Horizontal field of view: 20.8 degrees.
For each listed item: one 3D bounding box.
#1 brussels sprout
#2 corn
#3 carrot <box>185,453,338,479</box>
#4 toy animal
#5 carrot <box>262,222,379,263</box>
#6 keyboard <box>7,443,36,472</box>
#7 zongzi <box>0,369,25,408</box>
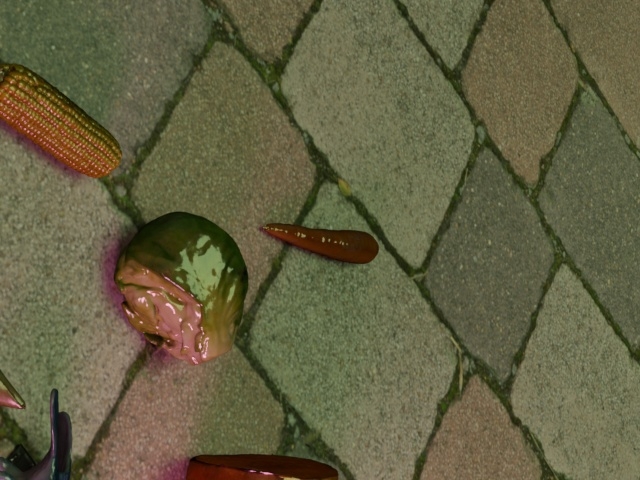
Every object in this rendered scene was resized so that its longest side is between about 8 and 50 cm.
[{"bbox_3d":[-0.156,0.051,2.089,0.183,0.131,0.145,55,49,-22],"label":"brussels sprout"},{"bbox_3d":[-0.308,-0.138,1.995,0.207,0.068,0.068,37,55,-41],"label":"corn"},{"bbox_3d":[-0.084,0.390,2.044,0.214,0.193,0.331,83,16,-71],"label":"carrot"},{"bbox_3d":[-0.300,0.282,1.831,0.176,0.255,0.239,29,13,-13],"label":"toy animal"},{"bbox_3d":[0.000,0.000,2.372,0.216,0.048,0.048,10,74,-45],"label":"carrot"},{"bbox_3d":[-0.359,0.307,1.872,0.063,0.010,0.198,59,42,-22],"label":"keyboard"},{"bbox_3d":[-0.411,0.151,1.745,0.178,0.081,0.189,43,43,5],"label":"zongzi"}]
